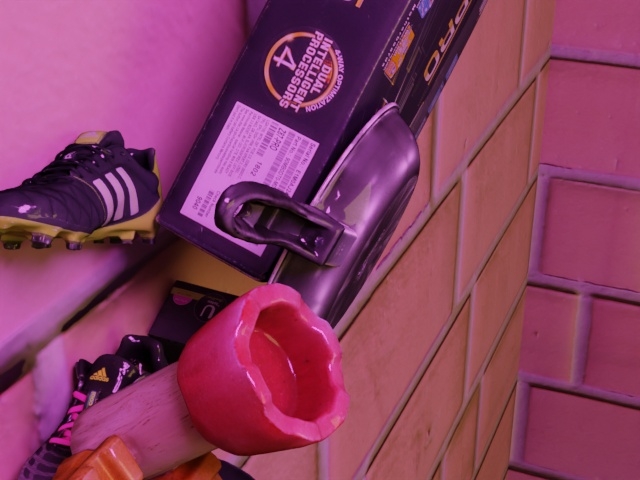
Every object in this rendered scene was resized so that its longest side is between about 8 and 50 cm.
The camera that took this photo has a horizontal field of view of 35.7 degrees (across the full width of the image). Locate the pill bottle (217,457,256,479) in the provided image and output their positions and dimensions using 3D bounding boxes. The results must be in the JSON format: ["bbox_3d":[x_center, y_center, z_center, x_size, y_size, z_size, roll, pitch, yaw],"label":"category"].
[{"bbox_3d":[-0.118,0.267,0.712,0.219,0.123,0.123,-58,151,-45],"label":"pill bottle"}]

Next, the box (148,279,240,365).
[{"bbox_3d":[-0.087,0.079,0.783,0.083,0.062,0.052,70,38,-53],"label":"box"}]

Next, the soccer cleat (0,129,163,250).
[{"bbox_3d":[-0.146,-0.031,0.595,0.179,0.060,0.072,-8,98,-75],"label":"soccer cleat"}]

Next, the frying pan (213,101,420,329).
[{"bbox_3d":[0.015,-0.023,0.613,0.197,0.053,0.326,-57,172,-19],"label":"frying pan"}]

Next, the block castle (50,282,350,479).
[{"bbox_3d":[0.019,0.275,0.474,0.453,0.213,0.303,55,31,-11],"label":"block castle"}]

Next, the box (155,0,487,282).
[{"bbox_3d":[0.045,-0.160,0.766,0.395,0.097,0.318,-63,172,3],"label":"box"}]

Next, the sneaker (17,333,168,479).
[{"bbox_3d":[-0.146,0.115,0.651,0.170,0.063,0.075,-48,144,-62],"label":"sneaker"}]
